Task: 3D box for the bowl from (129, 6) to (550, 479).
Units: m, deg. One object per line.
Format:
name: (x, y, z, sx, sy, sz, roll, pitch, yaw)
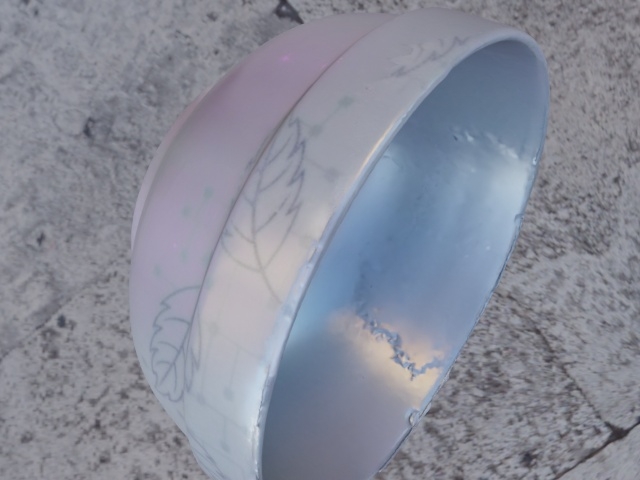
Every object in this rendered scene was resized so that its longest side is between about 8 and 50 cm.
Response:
bowl: (0.000, 0.000, 0.488, 0.144, 0.287, 0.286, 26, 93, 26)
